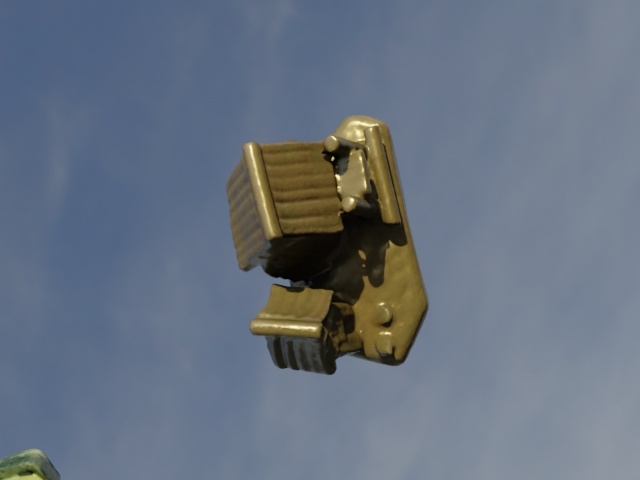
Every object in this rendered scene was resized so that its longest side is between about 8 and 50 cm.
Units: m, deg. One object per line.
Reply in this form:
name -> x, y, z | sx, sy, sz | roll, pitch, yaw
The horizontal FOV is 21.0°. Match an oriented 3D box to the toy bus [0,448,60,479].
toy bus -> -0.130, 0.265, 0.893 | 0.133, 0.165, 0.276 | -30, -72, 12

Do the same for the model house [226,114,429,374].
model house -> -0.004, 0.002, 1.477 | 0.188, 0.122, 0.229 | 4, -105, -63
